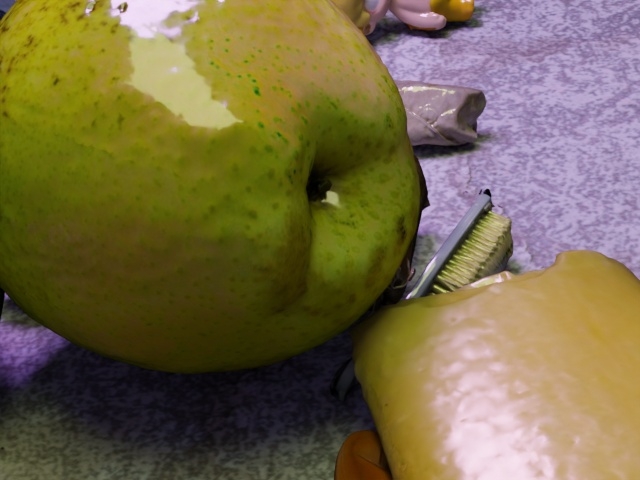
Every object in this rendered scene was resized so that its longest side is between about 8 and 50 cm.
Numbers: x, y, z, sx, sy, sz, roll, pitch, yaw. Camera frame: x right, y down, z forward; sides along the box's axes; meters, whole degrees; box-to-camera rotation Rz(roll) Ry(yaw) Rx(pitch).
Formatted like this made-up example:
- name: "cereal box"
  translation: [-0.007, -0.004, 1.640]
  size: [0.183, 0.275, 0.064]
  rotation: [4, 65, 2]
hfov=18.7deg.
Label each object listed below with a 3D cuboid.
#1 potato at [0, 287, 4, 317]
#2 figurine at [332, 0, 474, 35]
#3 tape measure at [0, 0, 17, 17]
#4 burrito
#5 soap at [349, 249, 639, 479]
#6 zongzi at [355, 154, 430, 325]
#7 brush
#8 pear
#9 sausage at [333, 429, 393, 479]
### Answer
- name: "potato"
  translation: [-0.356, 0.070, 1.639]
  size: [0.186, 0.148, 0.253]
  rotation: [-35, 8, 25]
- name: "figurine"
  translation: [0.051, -0.283, 2.189]
  size: [0.246, 0.131, 0.156]
  rotation: [5, 71, -13]
- name: "tape measure"
  translation: [-0.305, -0.364, 2.313]
  size: [0.275, 0.147, 0.256]
  rotation: [14, 38, 27]
- name: "burrito"
  translation: [0.031, -0.128, 1.989]
  size: [0.275, 0.082, 0.059]
  rotation: [3, 4, 5]
- name: "soap"
  translation: [0.207, 0.168, 1.468]
  size: [0.306, 0.115, 0.427]
  rotation: [-6, 33, -15]
- name: "zongzi"
  translation: [0.000, 0.000, 1.784]
  size: [0.184, 0.084, 0.187]
  rotation: [-3, 37, 12]
- name: "brush"
  translation: [0.103, 0.056, 1.713]
  size: [0.060, 0.068, 0.297]
  rotation: [31, 47, 11]
- name: "pear"
  translation: [-0.098, -0.059, 1.604]
  size: [0.391, 0.391, 0.391]
  rotation: [-3, 33, 2]
- name: "sausage"
  translation: [0.039, 0.206, 1.481]
  size: [0.054, 0.062, 0.183]
  rotation: [-39, 31, 15]
